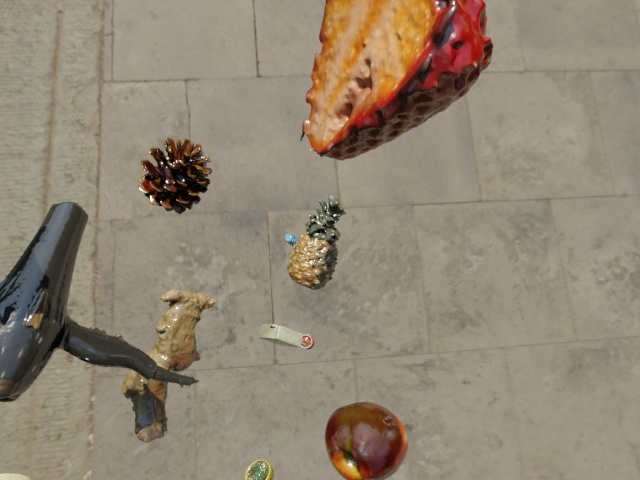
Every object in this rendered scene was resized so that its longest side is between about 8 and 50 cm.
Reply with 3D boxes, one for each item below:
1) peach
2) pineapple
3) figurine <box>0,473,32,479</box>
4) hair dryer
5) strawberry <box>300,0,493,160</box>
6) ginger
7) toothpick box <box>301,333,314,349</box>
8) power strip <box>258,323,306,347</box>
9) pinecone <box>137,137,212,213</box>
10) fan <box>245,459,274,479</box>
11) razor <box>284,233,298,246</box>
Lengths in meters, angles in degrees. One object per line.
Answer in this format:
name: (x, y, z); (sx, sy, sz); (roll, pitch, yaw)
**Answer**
peach: (0.128, 0.566, 1.502); (0.243, 0.243, 0.200); (19, 115, -1)
pineapple: (0.000, 0.000, 1.103); (0.108, 0.108, 0.198); (19, 103, -1)
figurine: (-0.648, 0.579, 1.001); (0.185, 0.332, 0.205); (-14, 72, -52)
hair dryer: (-0.336, 0.136, 0.839); (0.359, 0.120, 0.304); (35, 47, -33)
strawberry: (0.109, -0.225, 0.680); (0.150, 0.253, 0.280); (1, 110, -35)
ginger: (-0.292, 0.231, 0.997); (0.084, 0.122, 0.290); (19, 88, 42)
toothpick box: (-0.045, 0.339, 1.765); (0.047, 0.083, 0.047); (-1, 76, 4)
power strip: (-0.097, 0.277, 1.500); (0.075, 0.175, 0.042); (-5, 65, 39)
pinecone: (-0.500, -0.243, 1.857); (0.264, 0.264, 0.264); (1, 76, -6)
fan: (-0.198, 0.698, 1.505); (0.155, 0.082, 0.039); (-42, 128, -18)
razor: (-0.067, 0.029, 1.908); (0.042, 0.253, 0.082); (-19, 67, 14)
